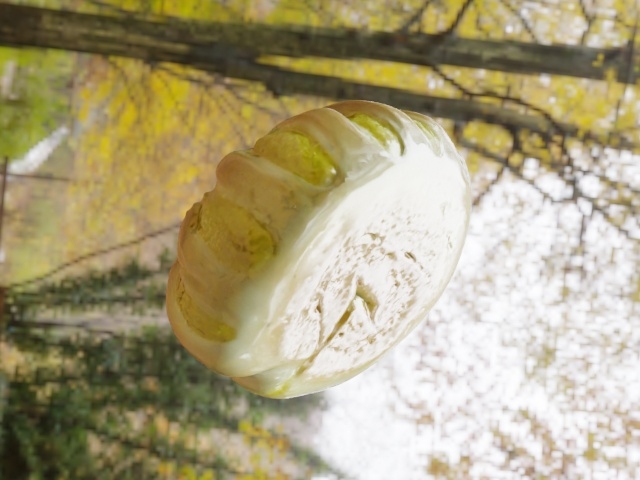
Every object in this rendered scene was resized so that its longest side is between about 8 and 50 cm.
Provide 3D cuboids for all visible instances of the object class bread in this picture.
[{"bbox_3d":[0.000,0.000,0.768,0.105,0.213,0.213,45,-43,32],"label":"bread"}]
